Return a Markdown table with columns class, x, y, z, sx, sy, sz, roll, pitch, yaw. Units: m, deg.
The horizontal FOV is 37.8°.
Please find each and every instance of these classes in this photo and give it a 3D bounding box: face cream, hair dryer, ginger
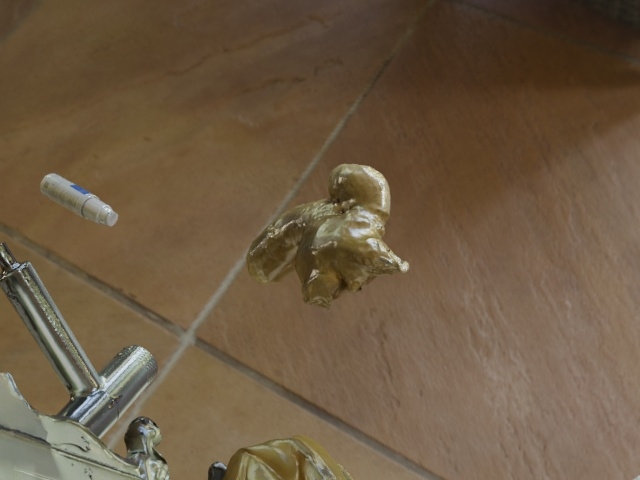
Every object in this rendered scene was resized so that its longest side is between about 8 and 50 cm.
| class | x | y | z | sx | sy | sz | roll | pitch | yaw |
| --- | --- | --- | --- | --- | --- | --- | --- | --- | --- |
| face cream | -0.313 | -0.050 | 1.218 | 0.130 | 0.034 | 0.034 | 26 | 70 | 32 |
| hair dryer | -0.371 | 0.182 | 1.169 | 0.156 | 0.284 | 0.320 | -37 | 17 | 33 |
| ginger | -0.005 | 0.010 | 0.827 | 0.214 | 0.059 | 0.132 | -30 | 46 | 43 |

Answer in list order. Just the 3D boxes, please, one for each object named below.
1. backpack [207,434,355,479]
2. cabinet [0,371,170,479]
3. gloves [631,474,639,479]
| class | x | y | z | sx | sy | sz | roll | pitch | yaw |
| --- | --- | --- | --- | --- | --- | --- | --- | --- | --- |
| backpack | -0.043 | 0.422 | 1.105 | 0.201 | 0.353 | 0.378 | 7 | 25 | -25 |
| cabinet | -0.268 | 0.323 | 0.757 | 0.290 | 0.227 | 0.318 | -36 | 50 | 15 |
| gloves | 0.315 | 0.295 | 0.929 | 0.229 | 0.097 | 0.119 | -32 | 54 | 13 |
